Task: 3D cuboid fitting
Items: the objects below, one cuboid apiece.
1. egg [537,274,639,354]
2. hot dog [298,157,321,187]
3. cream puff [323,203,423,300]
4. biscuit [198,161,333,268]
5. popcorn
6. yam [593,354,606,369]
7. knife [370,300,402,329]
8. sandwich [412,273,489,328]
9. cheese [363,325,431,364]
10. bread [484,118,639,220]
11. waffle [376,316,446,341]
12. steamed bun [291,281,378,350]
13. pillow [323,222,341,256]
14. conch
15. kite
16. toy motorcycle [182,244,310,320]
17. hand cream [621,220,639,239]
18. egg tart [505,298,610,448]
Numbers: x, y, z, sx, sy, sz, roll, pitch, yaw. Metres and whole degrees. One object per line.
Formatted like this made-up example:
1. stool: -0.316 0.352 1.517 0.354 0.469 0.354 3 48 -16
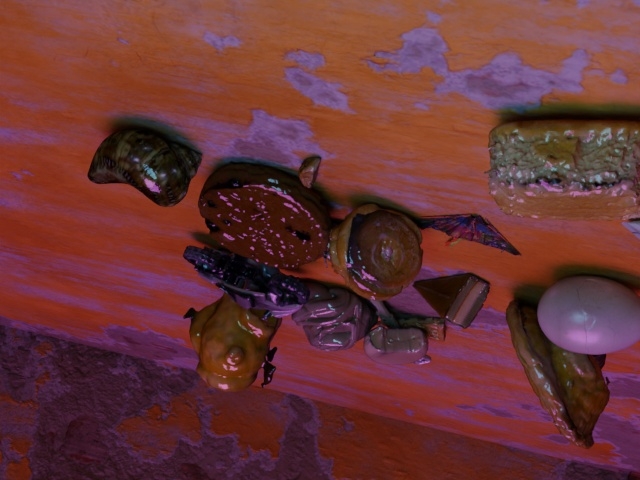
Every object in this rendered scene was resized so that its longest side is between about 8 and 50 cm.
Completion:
1. egg: 0.521 0.142 1.701 0.209 0.151 0.151 2 156 23
2. hot dog: -0.022 -0.124 1.586 0.034 0.030 0.090 24 160 3
3. cream puff: 0.096 0.024 1.679 0.189 0.189 0.129 23 163 -19
4. biscuit: -0.106 -0.049 1.743 0.296 0.075 0.296 15 149 9
5. popcorn: -0.229 0.251 2.346 0.281 0.297 0.316 29 158 -8
6. yam: 0.614 0.255 2.034 0.079 0.079 0.141 9 158 18
7. knife: 0.154 0.177 2.220 0.043 0.020 0.293 1 149 30
8. sandwich: 0.289 0.102 1.964 0.079 0.113 0.163 26 -168 -28
9. cheese: 0.199 0.284 2.293 0.163 0.071 0.249 -7 155 7
10. bread: 0.354 -0.096 1.245 0.245 0.121 0.174 0 163 28
11. waffle: 0.224 0.209 2.269 0.191 0.032 0.125 12 159 15
12. steamed bun: 0.019 0.206 2.251 0.211 0.144 0.218 7 157 24
13. pillow: 0.000 0.000 1.855 0.255 0.059 0.169 8 156 23
14. conch: -0.321 -0.140 1.650 0.181 0.124 0.187 18 -175 -31
15. kite: 0.279 -0.010 1.683 0.241 0.014 0.183 17 161 -7
16. toy motorcycle: -0.168 0.097 2.119 0.327 0.143 0.188 17 161 18
17. hand cream: 0.582 -0.014 1.398 0.078 0.050 0.205 29 161 -37
18. egg tart: 0.512 0.265 1.865 0.132 0.345 0.345 -27 144 15
